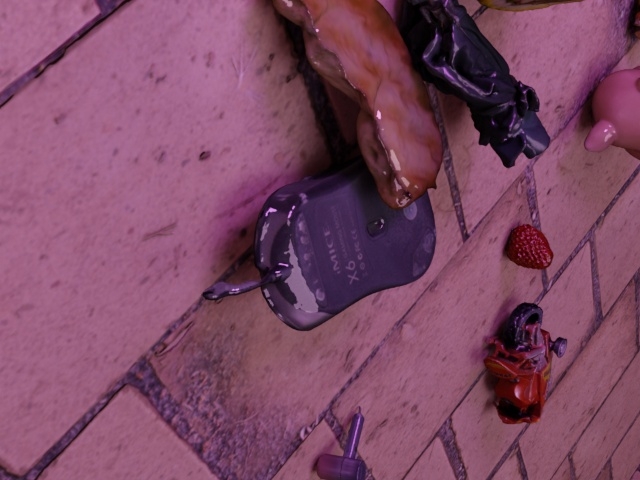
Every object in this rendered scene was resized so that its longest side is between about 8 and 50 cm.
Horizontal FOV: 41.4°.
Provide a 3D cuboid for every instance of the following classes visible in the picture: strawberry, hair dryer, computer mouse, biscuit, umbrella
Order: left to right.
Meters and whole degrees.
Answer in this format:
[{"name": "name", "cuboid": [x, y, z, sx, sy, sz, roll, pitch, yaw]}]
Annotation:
[{"name": "computer mouse", "cuboid": [0.000, 0.000, 0.931, 0.379, 0.090, 0.167, -22, 102, -45]}, {"name": "hair dryer", "cuboid": [0.040, 0.290, 1.212, 0.037, 0.063, 0.114, 61, 41, -54]}, {"name": "biscuit", "cuboid": [0.052, -0.174, 0.892, 0.299, 0.045, 0.154, 58, 42, -29]}, {"name": "umbrella", "cuboid": [0.166, -0.207, 0.994, 0.094, 0.143, 0.349, -46, 143, 7]}, {"name": "strawberry", "cuboid": [0.347, 0.016, 1.387, 0.073, 0.083, 0.073, -33, 142, -30]}]

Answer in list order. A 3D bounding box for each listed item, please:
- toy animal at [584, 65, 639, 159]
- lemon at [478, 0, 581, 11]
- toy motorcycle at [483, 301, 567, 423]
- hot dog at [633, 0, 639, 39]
[{"name": "toy animal", "cuboid": [0.546, -0.208, 1.431, 0.250, 0.154, 0.166, 5, 115, -49]}, {"name": "lemon", "cuboid": [0.254, -0.377, 0.918, 0.240, 0.240, 0.219, -11, 94, -47]}, {"name": "toy motorcycle", "cuboid": [0.371, 0.239, 1.541, 0.171, 0.089, 0.298, -48, 140, -18]}, {"name": "hot dog", "cuboid": [0.620, -0.429, 1.456, 0.269, 0.072, 0.109, -38, 139, -28]}]
